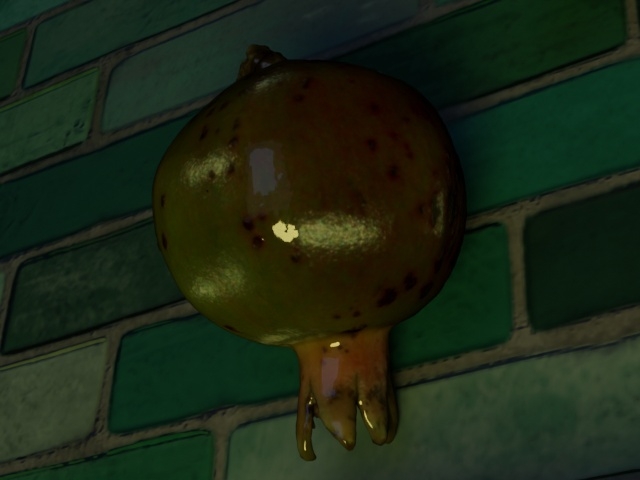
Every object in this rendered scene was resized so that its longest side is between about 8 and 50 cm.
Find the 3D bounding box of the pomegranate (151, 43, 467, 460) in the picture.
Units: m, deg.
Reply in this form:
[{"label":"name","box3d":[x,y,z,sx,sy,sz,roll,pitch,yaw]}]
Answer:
[{"label":"pomegranate","box3d":[-0.010,0.003,0.778,0.198,0.198,0.246,-6,60,34]}]
